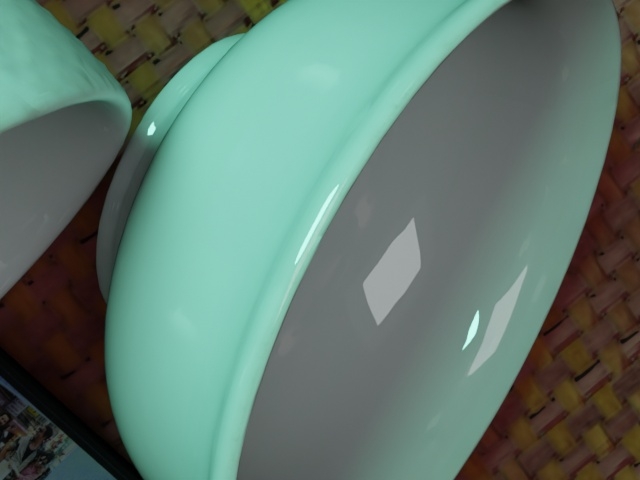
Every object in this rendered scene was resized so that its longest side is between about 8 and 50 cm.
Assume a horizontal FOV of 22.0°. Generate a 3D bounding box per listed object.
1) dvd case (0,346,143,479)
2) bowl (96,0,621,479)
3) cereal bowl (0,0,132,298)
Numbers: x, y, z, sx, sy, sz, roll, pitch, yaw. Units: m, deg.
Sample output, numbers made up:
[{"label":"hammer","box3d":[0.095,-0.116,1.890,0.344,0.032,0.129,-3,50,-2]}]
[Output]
[{"label":"dvd case","box3d":[-0.193,0.174,0.743,0.253,0.022,0.180,-43,129,-4]},{"label":"bowl","box3d":[0.000,0.000,0.701,0.134,0.298,0.298,28,93,23]},{"label":"cereal bowl","box3d":[-0.233,0.012,0.582,0.339,0.339,0.141,-42,88,-4]}]
